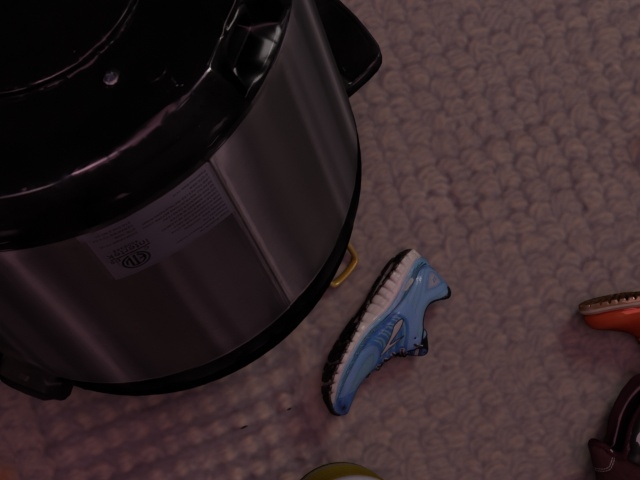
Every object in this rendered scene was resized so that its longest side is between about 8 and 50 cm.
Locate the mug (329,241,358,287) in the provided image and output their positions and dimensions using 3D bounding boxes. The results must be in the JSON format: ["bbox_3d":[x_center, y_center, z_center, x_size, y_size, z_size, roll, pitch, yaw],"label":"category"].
[{"bbox_3d":[-0.003,-0.003,1.258,0.062,0.078,0.064,34,73,30],"label":"mug"}]

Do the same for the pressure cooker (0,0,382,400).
[{"bbox_3d":[-0.163,-0.078,1.077,0.369,0.420,0.376,3,65,15],"label":"pressure cooker"}]

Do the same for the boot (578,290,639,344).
[{"bbox_3d":[0.309,0.086,1.277,0.157,0.059,0.085,3,92,-6],"label":"boot"}]

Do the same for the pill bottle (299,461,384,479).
[{"bbox_3d":[0.026,0.243,1.176,0.103,0.184,0.103,0,86,-5],"label":"pill bottle"}]

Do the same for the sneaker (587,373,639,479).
[{"bbox_3d":[0.367,0.166,1.245,0.281,0.106,0.163,-21,94,-6],"label":"sneaker"}]

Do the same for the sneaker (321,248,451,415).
[{"bbox_3d":[0.060,0.089,1.250,0.073,0.063,0.162,34,85,-6],"label":"sneaker"}]
